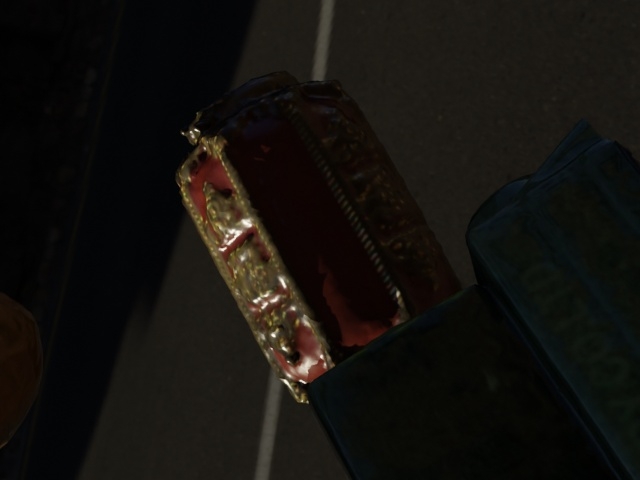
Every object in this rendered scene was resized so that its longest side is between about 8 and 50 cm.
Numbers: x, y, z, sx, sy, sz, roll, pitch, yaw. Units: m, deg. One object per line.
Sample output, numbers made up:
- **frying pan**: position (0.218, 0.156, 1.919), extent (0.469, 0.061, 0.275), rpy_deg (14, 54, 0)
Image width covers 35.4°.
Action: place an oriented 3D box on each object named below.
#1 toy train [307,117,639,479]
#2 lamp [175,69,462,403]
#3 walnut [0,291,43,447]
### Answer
- **toy train**: position (0.118, 0.124, 0.335), extent (0.178, 0.138, 0.330), rpy_deg (-31, 62, 0)
- **lamp**: position (0.000, 0.000, 0.805), extent (0.177, 0.177, 0.274), rpy_deg (-38, 78, 48)
- **walnut**: position (-0.171, 0.079, 0.495), extent (0.091, 0.052, 0.121), rpy_deg (-55, 2, 37)
